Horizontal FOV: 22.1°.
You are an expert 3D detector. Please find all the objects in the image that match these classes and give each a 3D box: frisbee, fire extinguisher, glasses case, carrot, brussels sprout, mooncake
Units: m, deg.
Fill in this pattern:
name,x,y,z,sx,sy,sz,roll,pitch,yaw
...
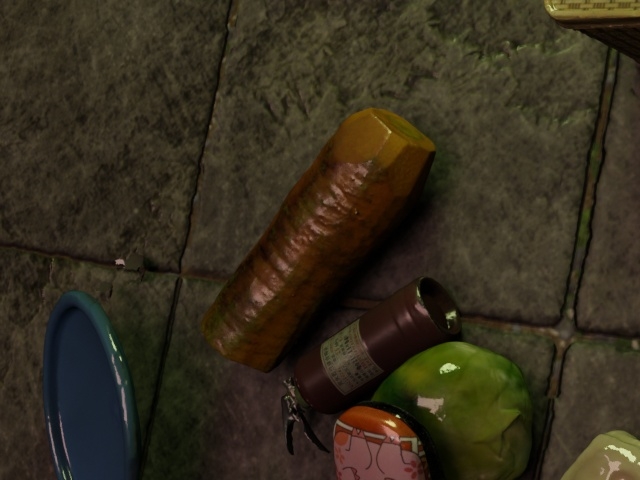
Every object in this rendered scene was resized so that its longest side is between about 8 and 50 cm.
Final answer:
name,x,y,z,sx,sy,sz,roll,pitch,yaw
frisbee,-0.241,0.196,1.805,0.289,0.049,0.289,24,117,60
fire extinguisher,0.040,0.134,1.650,0.231,0.071,0.099,-37,71,25
glasses case,0.075,0.270,1.517,0.103,0.067,0.266,10,121,43
carrot,0.000,0.000,1.689,0.302,0.114,0.114,-52,54,19
brussels sprout,0.119,0.168,1.547,0.149,0.122,0.151,31,97,40
mooncake,-0.204,0.176,1.831,0.150,0.057,0.346,-7,76,38

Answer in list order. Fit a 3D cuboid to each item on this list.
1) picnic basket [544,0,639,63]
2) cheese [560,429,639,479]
name,x,y,z,sx,sy,sz,roll,pitch,yaw
picnic basket,0.345,-0.323,1.450,0.228,0.175,0.312,7,83,44
cheese,0.241,0.303,1.443,0.159,0.093,0.263,37,102,38
